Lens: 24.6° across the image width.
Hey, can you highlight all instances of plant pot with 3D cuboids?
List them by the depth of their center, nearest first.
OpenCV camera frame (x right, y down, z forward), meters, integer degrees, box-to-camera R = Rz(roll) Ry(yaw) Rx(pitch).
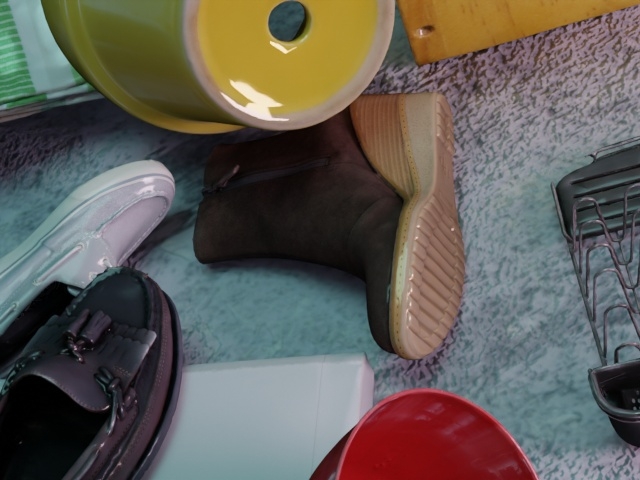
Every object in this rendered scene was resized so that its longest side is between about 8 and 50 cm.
[{"bbox_3d":[-0.066,-0.189,1.122,0.254,0.254,0.239,-33,29,-10],"label":"plant pot"}]

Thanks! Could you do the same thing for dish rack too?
[{"bbox_3d":[0.267,0.010,0.999,0.208,0.074,0.271,-13,48,7],"label":"dish rack"}]

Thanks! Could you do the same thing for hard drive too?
[{"bbox_3d":[-0.122,0.178,1.011,0.307,0.040,0.203,-5,49,14],"label":"hard drive"}]

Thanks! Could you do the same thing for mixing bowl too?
[{"bbox_3d":[0.047,0.188,0.877,0.098,0.181,0.181,-28,35,44],"label":"mixing bowl"}]

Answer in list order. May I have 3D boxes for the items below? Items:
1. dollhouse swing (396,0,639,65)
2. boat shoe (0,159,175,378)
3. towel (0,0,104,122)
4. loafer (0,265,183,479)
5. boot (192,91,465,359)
[{"bbox_3d":[0.200,-0.354,1.206,0.347,0.315,0.305,-15,68,7],"label":"dollhouse swing"},{"bbox_3d":[-0.194,0.031,1.145,0.227,0.079,0.081,-39,58,-9],"label":"boat shoe"},{"bbox_3d":[-0.311,-0.206,1.248,0.325,0.038,0.248,-18,75,-14],"label":"towel"},{"bbox_3d":[-0.173,0.129,0.975,0.109,0.095,0.302,4,52,21],"label":"loafer"},{"bbox_3d":[0.000,0.000,1.112,0.207,0.090,0.248,-14,48,23],"label":"boot"}]
